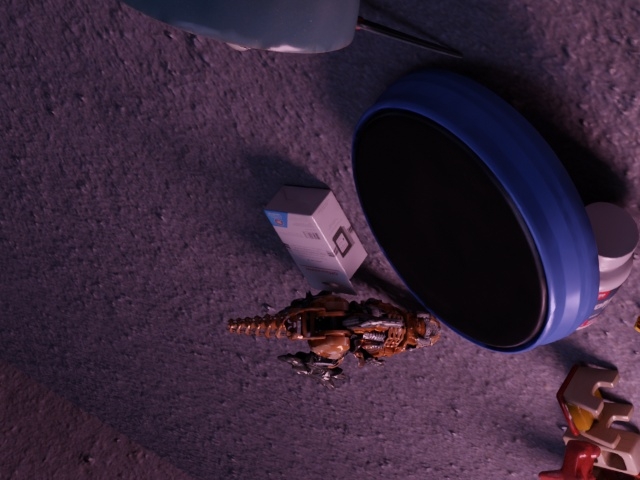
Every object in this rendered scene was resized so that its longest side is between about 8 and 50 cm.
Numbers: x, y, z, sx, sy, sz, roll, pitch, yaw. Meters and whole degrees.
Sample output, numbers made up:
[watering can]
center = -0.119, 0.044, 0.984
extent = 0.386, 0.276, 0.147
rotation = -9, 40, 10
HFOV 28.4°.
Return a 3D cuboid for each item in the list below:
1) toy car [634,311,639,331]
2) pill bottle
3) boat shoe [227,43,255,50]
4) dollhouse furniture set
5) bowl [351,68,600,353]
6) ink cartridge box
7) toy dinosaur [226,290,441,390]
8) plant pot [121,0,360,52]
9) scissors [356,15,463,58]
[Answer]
[toy car]
center = 0.458, 0.153, 1.735
extent = 0.122, 0.040, 0.060
rotation = 42, 151, -11
[pill bottle]
center = 0.337, 0.031, 1.618
extent = 0.108, 0.108, 0.180
rotation = 31, 151, 10
[boat shoe]
center = -0.142, -0.341, 1.606
extent = 0.079, 0.095, 0.254
rotation = -1, 136, 50
[dollhouse furniture set]
center = 0.400, 0.377, 1.961
extent = 0.152, 0.201, 0.374
rotation = 9, 142, 40
[bowl]
center = 0.182, -0.026, 1.612
extent = 0.391, 0.077, 0.391
rotation = 42, 152, 29
[ink cartridge box]
center = 0.000, 0.000, 1.987
extent = 0.104, 0.060, 0.180
rotation = 8, 141, 41
[toy dinosaur]
center = 0.021, 0.133, 2.019
extent = 0.322, 0.164, 0.218
rotation = 24, 163, -11
[plant pot]
center = -0.078, -0.351, 1.387
extent = 0.290, 0.290, 0.195
rotation = 26, 116, 19
[scissors]
center = 0.024, -0.267, 1.535
extent = 0.297, 0.109, 0.021
rotation = 27, 114, 17
